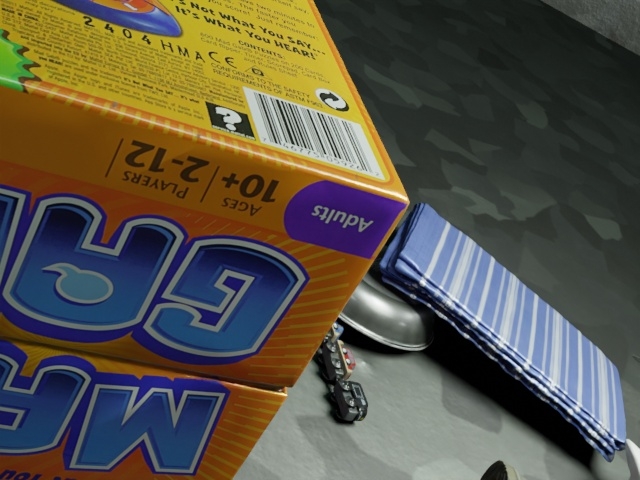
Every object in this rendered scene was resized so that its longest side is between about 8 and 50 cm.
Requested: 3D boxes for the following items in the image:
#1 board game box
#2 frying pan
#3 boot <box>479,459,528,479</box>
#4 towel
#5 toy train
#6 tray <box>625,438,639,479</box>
[{"bbox_3d":[-0.212,-0.043,0.832,0.356,0.356,0.356,15,34,-27],"label":"board game box"},{"bbox_3d":[0.021,0.005,1.284,0.197,0.053,0.326,10,34,-47],"label":"frying pan"},{"bbox_3d":[0.251,0.306,1.034,0.208,0.076,0.190,32,29,-12],"label":"boot"},{"bbox_3d":[0.218,0.096,1.292,0.336,0.040,0.243,40,21,-2],"label":"towel"},{"bbox_3d":[0.019,0.123,1.127,0.036,0.027,0.158,16,33,-29],"label":"toy train"},{"bbox_3d":[0.405,0.322,1.113,0.270,0.030,0.145,44,10,2],"label":"tray"}]
